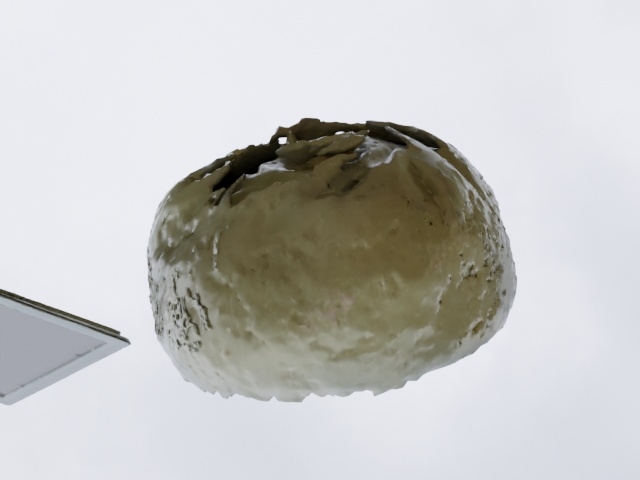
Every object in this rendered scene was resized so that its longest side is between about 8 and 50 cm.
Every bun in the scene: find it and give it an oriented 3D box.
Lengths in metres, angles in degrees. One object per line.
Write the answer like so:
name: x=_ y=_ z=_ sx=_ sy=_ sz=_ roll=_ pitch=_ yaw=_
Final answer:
bun: x=0.000 y=0.000 z=1.302 sx=0.259 sy=0.152 sz=0.259 roll=-8 pitch=-160 yaw=3

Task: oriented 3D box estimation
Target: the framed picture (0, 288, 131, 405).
framed picture: x=-0.322 y=0.066 z=1.612 sx=0.273 sy=0.216 sz=0.016 roll=23 pitch=-120 yaw=-31
